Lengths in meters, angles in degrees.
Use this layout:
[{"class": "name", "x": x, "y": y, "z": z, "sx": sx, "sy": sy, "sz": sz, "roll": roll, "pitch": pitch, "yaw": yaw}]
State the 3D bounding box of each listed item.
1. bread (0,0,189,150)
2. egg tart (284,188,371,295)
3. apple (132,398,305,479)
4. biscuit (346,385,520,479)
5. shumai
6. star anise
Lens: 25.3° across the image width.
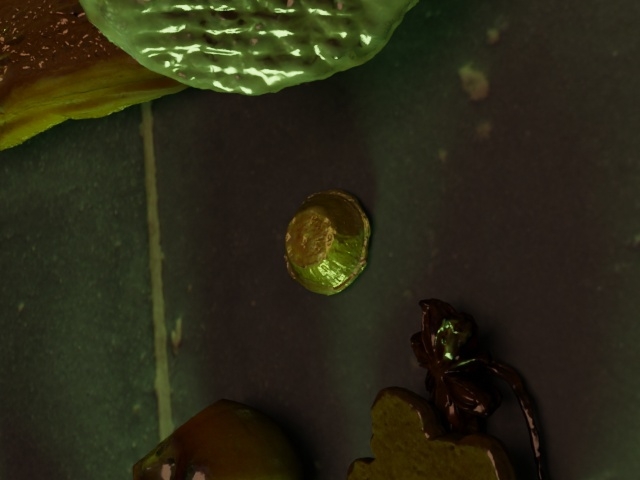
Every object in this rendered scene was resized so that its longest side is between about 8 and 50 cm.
[{"class": "bread", "x": -0.270, "y": -0.216, "z": 1.527, "sx": 0.380, "sy": 0.109, "sz": 0.185, "roll": -13, "pitch": 70, "yaw": 32}, {"class": "egg tart", "x": 0.000, "y": 0.000, "z": 1.351, "sx": 0.105, "sy": 0.039, "sz": 0.105, "roll": -5, "pitch": 81, "yaw": 37}, {"class": "apple", "x": -0.097, "y": 0.222, "z": 1.333, "sx": 0.146, "sy": 0.147, "sz": 0.163, "roll": -53, "pitch": 58, "yaw": 19}, {"class": "biscuit", "x": 0.109, "y": 0.264, "z": 1.227, "sx": 0.208, "sy": 0.041, "sz": 0.290, "roll": -25, "pitch": 79, "yaw": 46}, {"class": "shumai", "x": -0.066, "y": -0.284, "z": 1.286, "sx": 0.314, "sy": 0.262, "sz": 0.267, "roll": -13, "pitch": 113, "yaw": 1}, {"class": "star anise", "x": 0.137, "y": 0.133, "z": 1.226, "sx": 0.191, "sy": 0.070, "sz": 0.097, "roll": 66, "pitch": 147, "yaw": 19}]
